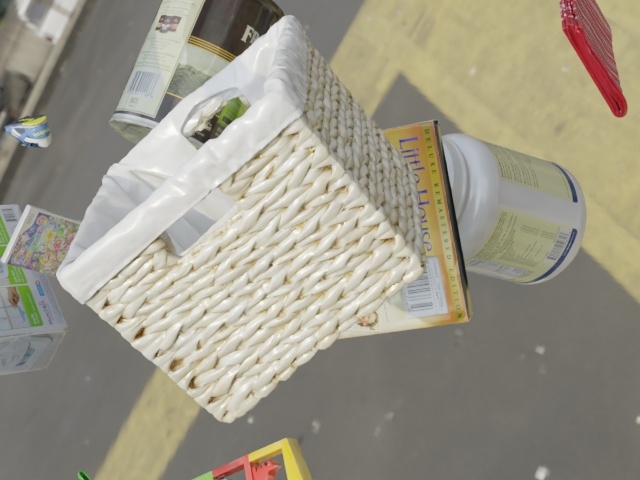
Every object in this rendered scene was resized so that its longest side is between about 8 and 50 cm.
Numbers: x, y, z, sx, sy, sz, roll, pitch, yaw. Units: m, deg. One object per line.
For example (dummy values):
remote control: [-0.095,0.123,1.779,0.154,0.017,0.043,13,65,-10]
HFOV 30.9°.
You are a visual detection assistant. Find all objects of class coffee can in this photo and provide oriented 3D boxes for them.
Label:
coffee can: [-0.199,-0.275,1.882,0.201,0.201,0.275,4,70,64]

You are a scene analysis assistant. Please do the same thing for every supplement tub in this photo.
supplement tub: [0.286,-0.058,2.060,0.235,0.325,0.235,-22,62,49]

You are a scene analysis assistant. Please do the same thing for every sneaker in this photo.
sneaker: [-0.556,-0.204,2.201,0.053,0.059,0.144,-33,23,-27]

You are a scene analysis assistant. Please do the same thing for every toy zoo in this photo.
toy zoo: [-0.105,0.457,1.954,0.293,0.030,0.192,-29,61,30]

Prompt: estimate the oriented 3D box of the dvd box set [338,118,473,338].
dvd box set: [0.000,0.000,1.763,0.062,0.420,0.307,-33,-68,-73]

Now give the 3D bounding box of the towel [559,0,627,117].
towel: [0.440,-0.343,1.877,0.031,0.199,0.275,-24,34,25]

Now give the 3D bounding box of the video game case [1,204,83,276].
video game case: [-0.377,0.004,1.611,0.011,0.122,0.087,31,97,40]

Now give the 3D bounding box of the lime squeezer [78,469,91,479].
lime squeezer: [-0.376,0.587,2.384,0.059,0.310,0.110,-27,-41,-54]

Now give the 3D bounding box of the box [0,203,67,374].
box: [-0.562,0.081,1.835,0.262,0.231,0.127,60,138,27]

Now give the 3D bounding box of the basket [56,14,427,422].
basket: [-0.075,-0.030,1.319,0.328,0.266,0.331,-39,17,16]
